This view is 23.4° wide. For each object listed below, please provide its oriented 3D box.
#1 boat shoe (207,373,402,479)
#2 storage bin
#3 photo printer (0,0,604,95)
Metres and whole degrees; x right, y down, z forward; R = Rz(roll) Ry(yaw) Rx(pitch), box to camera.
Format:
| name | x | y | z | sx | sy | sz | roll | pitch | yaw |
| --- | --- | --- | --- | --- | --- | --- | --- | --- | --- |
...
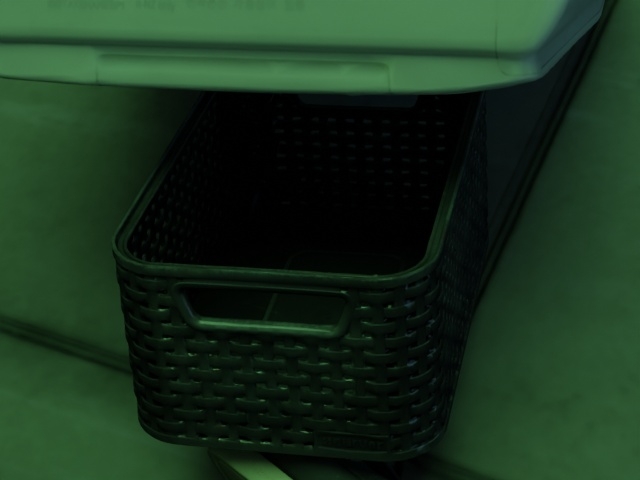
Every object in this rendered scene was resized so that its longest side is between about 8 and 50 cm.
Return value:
| name | x | y | z | sx | sy | sz | roll | pitch | yaw |
| --- | --- | --- | --- | --- | --- | --- | --- | --- | --- |
| boat shoe | 0.046 | 0.115 | 0.583 | 0.206 | 0.075 | 0.065 | 32 | 68 | 34 |
| storage bin | 0.000 | 0.000 | 0.632 | 0.122 | 0.084 | 0.180 | 3 | 33 | 12 |
| photo printer | 0.001 | -0.135 | 0.672 | 0.256 | 0.107 | 0.307 | 4 | 14 | 16 |
